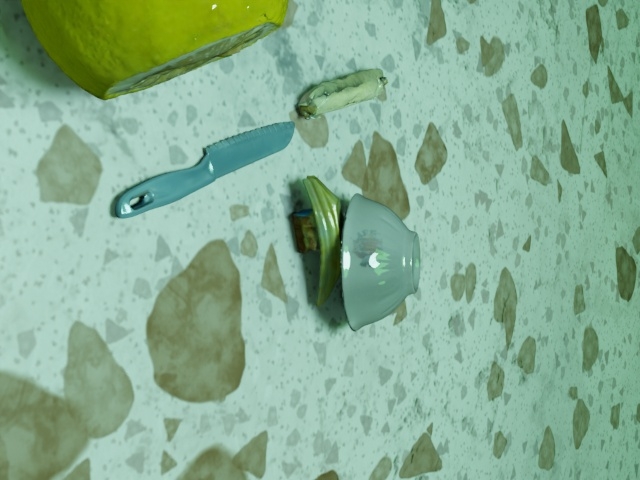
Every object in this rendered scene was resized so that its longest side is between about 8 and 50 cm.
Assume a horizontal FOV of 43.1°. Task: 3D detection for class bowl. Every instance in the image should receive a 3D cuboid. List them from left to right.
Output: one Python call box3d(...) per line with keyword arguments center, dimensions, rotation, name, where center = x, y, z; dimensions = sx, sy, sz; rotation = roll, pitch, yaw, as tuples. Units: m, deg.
box3d(center=(0.088, 0.029, 1.087), dimensions=(0.189, 0.086, 0.189), rotation=(0, 90, -75), name="bowl")

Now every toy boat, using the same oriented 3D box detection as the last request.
box3d(center=(0.000, 0.000, 1.056), dimensions=(0.065, 0.066, 0.172), rotation=(-62, 145, -72), name="toy boat")

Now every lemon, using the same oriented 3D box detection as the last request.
box3d(center=(-0.159, -0.258, 0.734), dimensions=(0.240, 0.240, 0.219), rotation=(-34, 103, -45), name="lemon")

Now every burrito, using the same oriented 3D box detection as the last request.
box3d(center=(0.032, -0.206, 1.114), dimensions=(0.185, 0.041, 0.045), rotation=(-26, 151, -48), name="burrito")

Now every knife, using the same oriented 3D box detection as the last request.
box3d(center=(-0.123, -0.090, 0.947), dimensions=(0.313, 0.019, 0.044), rotation=(-31, 111, -48), name="knife")
